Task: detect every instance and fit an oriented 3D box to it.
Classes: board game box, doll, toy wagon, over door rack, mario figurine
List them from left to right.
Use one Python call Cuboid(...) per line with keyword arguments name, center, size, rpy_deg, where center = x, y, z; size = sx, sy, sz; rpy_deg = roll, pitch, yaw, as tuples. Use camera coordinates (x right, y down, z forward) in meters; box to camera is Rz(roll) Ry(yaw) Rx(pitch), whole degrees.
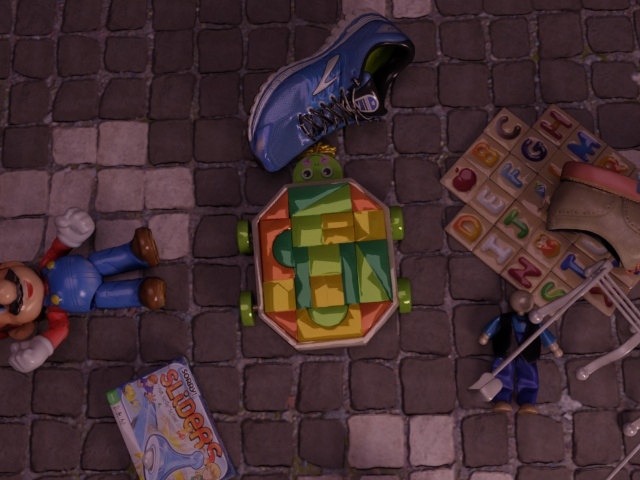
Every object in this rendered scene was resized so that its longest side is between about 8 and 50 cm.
Cuboid(name="mario figurine", center=(-0.405, 0.074, 1.313), size=(0.320, 0.170, 0.198), rpy_deg=(-14, 41, -8))
Cuboid(name="board game box", center=(-0.228, 0.297, 1.318), size=(0.136, 0.035, 0.201), rpy_deg=(-26, 76, -3))
Cuboid(name="toy wagon", center=(0.000, 0.000, 1.363), size=(0.267, 0.068, 0.344), rpy_deg=(-5, 76, 2))
Cuboid(name="doll", center=(0.305, 0.168, 1.311), size=(0.129, 0.046, 0.189), rpy_deg=(4, 72, 5))
Cuboid(name="over door rack", center=(0.376, 0.209, 1.232), size=(0.324, 0.108, 0.239), rpy_deg=(-39, 87, -27))

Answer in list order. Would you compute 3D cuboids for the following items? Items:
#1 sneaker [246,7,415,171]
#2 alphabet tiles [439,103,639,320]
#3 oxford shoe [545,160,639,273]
Cuboid(name="sneaker", center=(0.020, -0.233, 1.369), size=(0.330, 0.130, 0.147), rpy_deg=(-46, 49, -8))
Cuboid(name="alphabet tiles", center=(0.376, -0.051, 1.381), size=(0.342, 0.011, 0.285), rpy_deg=(40, 82, 12))
Cuboid(name="oxford shoe", center=(0.513, 0.001, 1.304), size=(0.348, 0.123, 0.130), rpy_deg=(24, 88, 17))
